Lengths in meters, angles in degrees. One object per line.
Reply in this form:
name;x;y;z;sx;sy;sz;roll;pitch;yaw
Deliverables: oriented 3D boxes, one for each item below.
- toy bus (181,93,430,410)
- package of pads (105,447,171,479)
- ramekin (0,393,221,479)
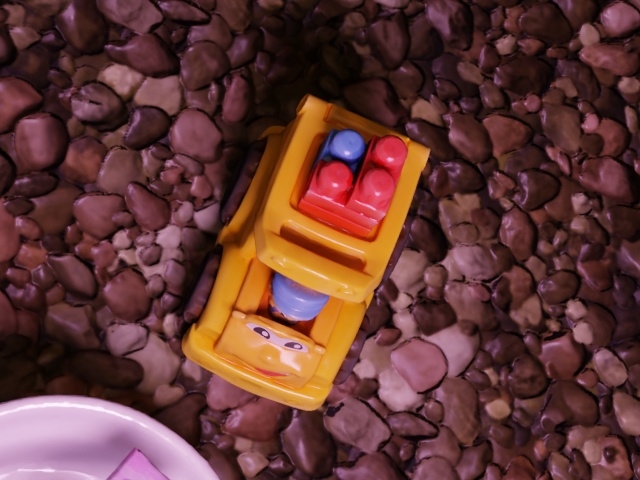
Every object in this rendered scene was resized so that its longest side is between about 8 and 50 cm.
toy bus;0.000;0.000;1.544;0.149;0.211;0.220;24;69;-8
package of pads;-0.139;0.191;1.391;0.050;0.032;0.083;41;67;3
ramekin;-0.196;0.260;1.444;0.277;0.135;0.277;5;72;-14
